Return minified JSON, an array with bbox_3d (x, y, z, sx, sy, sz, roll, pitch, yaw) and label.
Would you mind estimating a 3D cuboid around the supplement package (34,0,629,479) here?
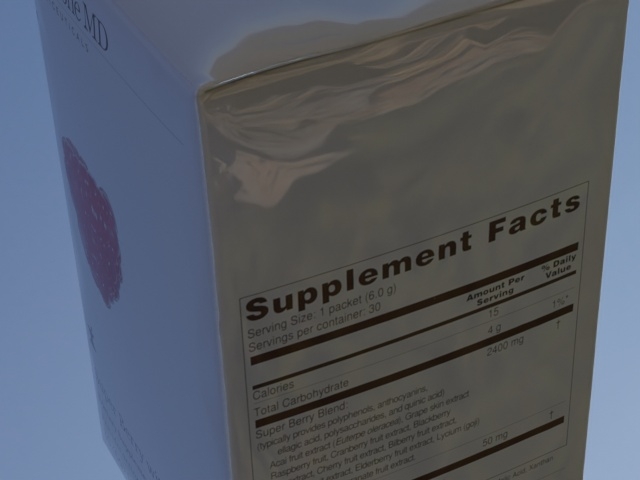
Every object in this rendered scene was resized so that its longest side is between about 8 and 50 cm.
[{"bbox_3d":[0.000,0.000,0.686,0.175,0.177,0.293,-18,-51,-21],"label":"supplement package"}]
